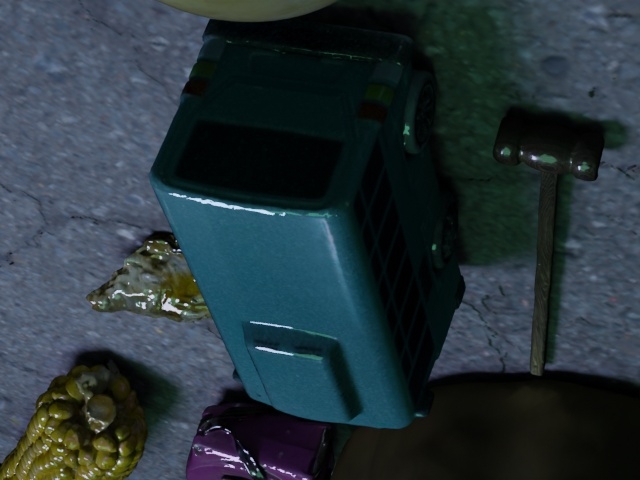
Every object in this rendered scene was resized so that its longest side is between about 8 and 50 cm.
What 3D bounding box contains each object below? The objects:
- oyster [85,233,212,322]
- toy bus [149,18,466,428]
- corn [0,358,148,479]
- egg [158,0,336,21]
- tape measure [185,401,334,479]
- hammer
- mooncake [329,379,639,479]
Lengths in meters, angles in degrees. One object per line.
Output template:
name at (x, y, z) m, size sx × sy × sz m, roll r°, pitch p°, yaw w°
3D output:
oyster at (-0.074, 0.028, 1.238) m, size 0.146 × 0.045 × 0.121 m, roll 24°, pitch 136°, yaw -10°
toy bus at (0.000, 0.000, 1.031) m, size 0.128 × 0.147 × 0.256 m, roll 10°, pitch 149°, yaw 19°
corn at (-0.219, 0.186, 1.522) m, size 0.101 × 0.101 × 0.292 m, roll 26°, pitch 151°, yaw -12°
egg at (-0.048, -0.180, 0.746) m, size 0.164 × 0.164 × 0.201 m, roll -14°, pitch 134°, yaw 44°
tape measure at (-0.048, 0.177, 1.427) m, size 0.118 × 0.074 × 0.125 m, roll 12°, pitch 148°, yaw 15°
hammer at (0.135, 0.015, 1.103) m, size 0.058 × 0.029 × 0.292 m, roll 14°, pitch 152°, yaw 12°
mooncake at (0.178, 0.270, 1.327) m, size 0.378 × 0.200 × 0.378 m, roll 15°, pitch 151°, yaw 8°
